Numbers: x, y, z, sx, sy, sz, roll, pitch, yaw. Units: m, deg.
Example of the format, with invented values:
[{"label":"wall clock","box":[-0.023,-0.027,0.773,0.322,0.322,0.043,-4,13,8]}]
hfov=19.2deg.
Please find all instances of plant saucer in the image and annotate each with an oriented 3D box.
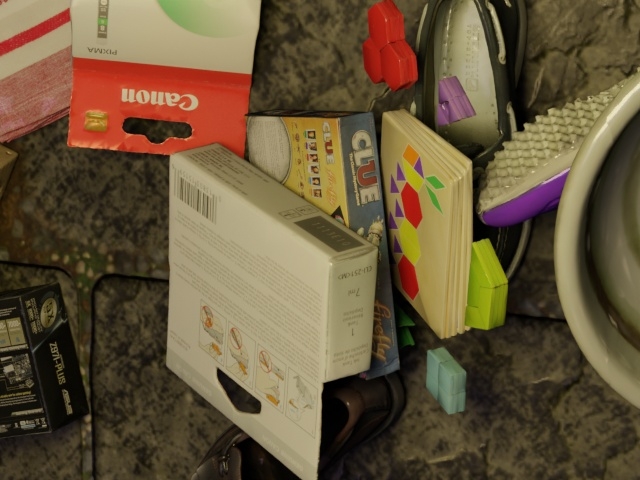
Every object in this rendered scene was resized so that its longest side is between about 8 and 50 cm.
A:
[{"label":"plant saucer","box":[0.381,-0.026,1.551,0.400,0.100,0.401,-3,118,-5]}]

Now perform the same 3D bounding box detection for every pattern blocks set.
[{"label":"pattern blocks set","box":[0.094,-0.020,1.691,0.285,0.026,0.325,-123,29,-42]}]

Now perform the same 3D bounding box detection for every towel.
[{"label":"towel","box":[-0.312,-0.274,1.866,0.237,0.037,0.329,-24,109,27]}]

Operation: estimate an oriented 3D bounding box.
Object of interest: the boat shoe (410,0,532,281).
[{"label":"boat shoe","box":[0.129,-0.093,1.717,0.114,0.091,0.303,0,100,25]}]

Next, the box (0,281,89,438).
[{"label":"box","box":[-0.352,0.133,2.001,0.180,0.077,0.147,-11,95,27]}]

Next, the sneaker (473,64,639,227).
[{"label":"sneaker","box":[0.278,-0.063,1.626,0.293,0.102,0.146,-30,110,14]}]

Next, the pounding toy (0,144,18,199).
[{"label":"pounding toy","box":[-0.404,-0.056,1.989,0.130,0.100,0.141,27,114,3]}]

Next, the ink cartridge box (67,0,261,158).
[{"label":"ink cartridge box","box":[-0.151,-0.188,1.815,0.181,0.056,0.225,5,102,-3]}]

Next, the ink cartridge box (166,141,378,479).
[{"label":"ink cartridge box","box":[-0.053,0.066,1.790,0.275,0.060,0.239,34,130,46]}]

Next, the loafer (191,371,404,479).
[{"label":"loafer","box":[-0.050,0.217,1.863,0.302,0.095,0.109,-41,81,26]}]

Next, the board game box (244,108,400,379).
[{"label":"board game box","box":[0.000,0.000,1.783,0.165,0.042,0.243,8,106,56]}]
